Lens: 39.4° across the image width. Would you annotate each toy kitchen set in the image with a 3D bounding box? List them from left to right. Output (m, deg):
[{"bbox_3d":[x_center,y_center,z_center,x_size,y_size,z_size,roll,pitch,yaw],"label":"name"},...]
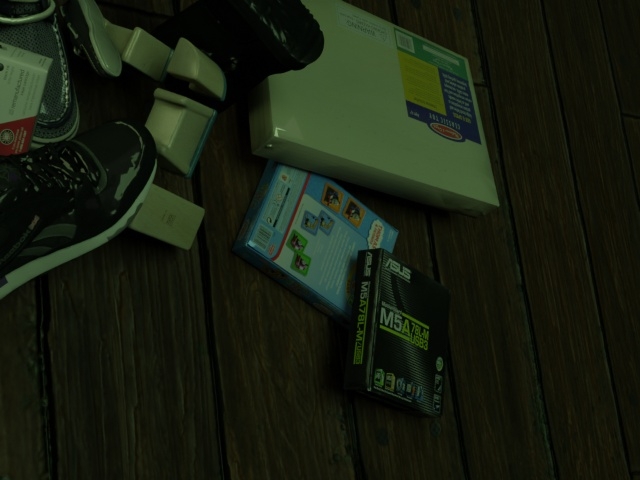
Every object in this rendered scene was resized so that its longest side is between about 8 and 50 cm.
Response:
[{"bbox_3d":[-0.201,-0.120,1.003,0.207,0.166,0.122,-67,155,-4],"label":"toy kitchen set"}]

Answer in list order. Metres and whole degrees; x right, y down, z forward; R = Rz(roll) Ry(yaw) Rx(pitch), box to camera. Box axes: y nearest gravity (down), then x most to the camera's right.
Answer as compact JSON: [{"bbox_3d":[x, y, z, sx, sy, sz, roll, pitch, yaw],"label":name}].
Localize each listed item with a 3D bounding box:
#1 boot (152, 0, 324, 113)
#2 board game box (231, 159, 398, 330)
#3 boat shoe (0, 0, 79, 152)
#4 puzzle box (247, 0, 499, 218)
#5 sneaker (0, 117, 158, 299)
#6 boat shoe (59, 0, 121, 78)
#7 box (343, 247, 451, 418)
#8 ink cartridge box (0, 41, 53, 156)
[{"bbox_3d":[-0.136,-0.266,1.014,0.246,0.207,0.094,50,51,-23],"label":"boot"},{"bbox_3d":[0.000,0.000,1.159,0.211,0.039,0.160,36,56,-26],"label":"board game box"},{"bbox_3d":[-0.319,-0.261,0.894,0.127,0.158,0.341,-29,96,-41],"label":"boat shoe"},{"bbox_3d":[0.075,-0.195,1.246,0.409,0.052,0.272,14,57,-36],"label":"puzzle box"},{"bbox_3d":[-0.268,-0.036,0.826,0.107,0.124,0.283,42,67,16],"label":"sneaker"},{"bbox_3d":[-0.248,-0.215,0.950,0.125,0.038,0.046,64,13,24],"label":"boat shoe"},{"bbox_3d":[0.106,0.126,1.172,0.190,0.045,0.184,31,62,-48],"label":"box"},{"bbox_3d":[-0.338,-0.144,0.856,0.135,0.056,0.099,15,109,-17],"label":"ink cartridge box"}]
